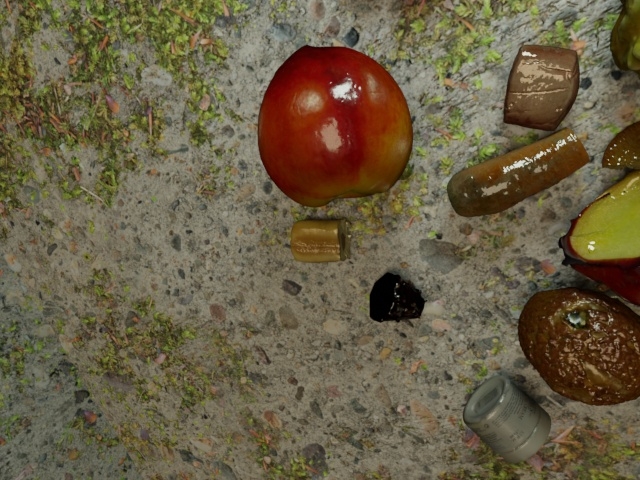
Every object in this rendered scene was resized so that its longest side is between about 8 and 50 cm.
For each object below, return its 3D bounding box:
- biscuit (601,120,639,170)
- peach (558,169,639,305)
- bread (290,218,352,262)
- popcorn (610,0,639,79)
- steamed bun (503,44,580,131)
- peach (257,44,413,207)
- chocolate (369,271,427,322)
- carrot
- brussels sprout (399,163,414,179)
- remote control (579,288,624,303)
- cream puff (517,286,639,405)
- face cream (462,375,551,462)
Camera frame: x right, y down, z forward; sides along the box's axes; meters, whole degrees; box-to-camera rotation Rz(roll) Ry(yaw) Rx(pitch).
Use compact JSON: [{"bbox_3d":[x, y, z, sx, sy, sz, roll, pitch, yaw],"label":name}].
[{"bbox_3d":[0.716,-0.209,0.887,0.206,0.025,0.125,0,66,45],"label":"biscuit"},{"bbox_3d":[0.720,-0.011,0.894,0.361,0.257,0.201,-47,114,2],"label":"peach"},{"bbox_3d":[0.001,-0.001,1.243,0.173,0.085,0.134,3,112,19],"label":"bread"},{"bbox_3d":[0.678,-0.434,0.731,0.274,0.279,0.335,39,115,56],"label":"popcorn"},{"bbox_3d":[0.488,-0.337,0.937,0.145,0.106,0.175,13,121,17],"label":"steamed bun"},{"bbox_3d":[0.027,-0.270,0.998,0.389,0.388,0.387,7,109,19],"label":"peach"},{"bbox_3d":[0.232,0.179,1.206,0.133,0.156,0.156,20,116,-16],"label":"chocolate"},{"bbox_3d":[0.452,-0.151,0.995,0.302,0.139,0.138,-29,95,26],"label":"carrot"},{"bbox_3d":[0.203,-0.198,1.118,0.085,0.058,0.085,0,91,16],"label":"brussels sprout"},{"bbox_3d":[0.687,0.159,1.059,0.122,0.032,0.074,3,108,21],"label":"remote control"},{"bbox_3d":[0.608,0.260,0.983,0.303,0.212,0.303,29,155,15],"label":"cream puff"},{"bbox_3d":[0.504,0.483,1.157,0.153,0.177,0.177,42,117,4],"label":"face cream"}]
